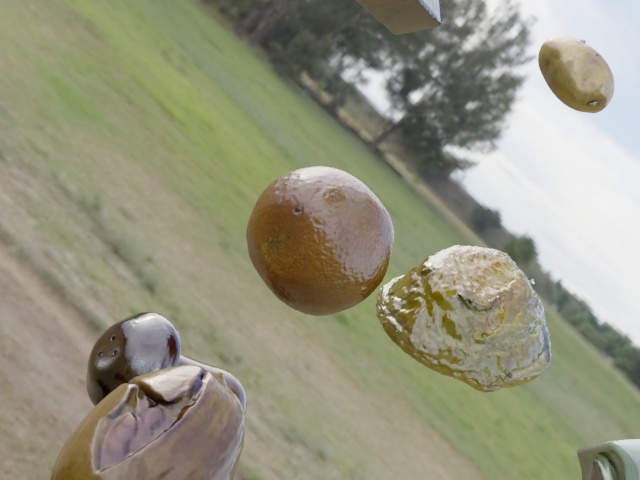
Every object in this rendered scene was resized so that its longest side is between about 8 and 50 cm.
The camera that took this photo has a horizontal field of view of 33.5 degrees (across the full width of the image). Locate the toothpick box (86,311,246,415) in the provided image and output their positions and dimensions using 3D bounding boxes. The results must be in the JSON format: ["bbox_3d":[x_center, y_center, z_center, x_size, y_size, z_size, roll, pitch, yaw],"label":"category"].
[{"bbox_3d":[-0.268,0.250,1.861,0.294,0.192,0.192,39,6,-41],"label":"toothpick box"}]

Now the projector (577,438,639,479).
[{"bbox_3d":[0.334,0.268,0.945,0.163,0.177,0.242,102,-13,-77],"label":"projector"}]

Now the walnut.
[{"bbox_3d":[-0.196,0.261,1.253,0.203,0.203,0.298,43,44,-6],"label":"walnut"}]

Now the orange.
[{"bbox_3d":[0.000,0.000,1.789,0.264,0.264,0.264,43,5,-4],"label":"orange"}]

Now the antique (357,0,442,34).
[{"bbox_3d":[0.104,-0.395,1.590,0.310,0.087,0.093,10,73,-69],"label":"antique"}]

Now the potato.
[{"bbox_3d":[0.465,-0.308,1.944,0.119,0.109,0.178,-6,45,-22],"label":"potato"}]

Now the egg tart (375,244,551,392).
[{"bbox_3d":[0.274,0.124,1.911,0.352,0.153,0.339,1,33,-21],"label":"egg tart"}]
